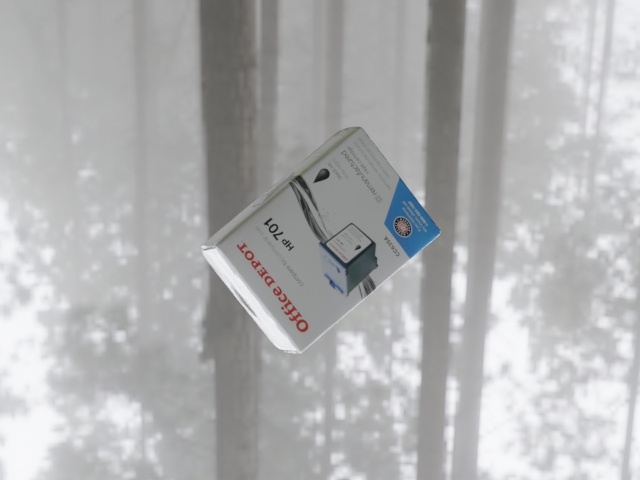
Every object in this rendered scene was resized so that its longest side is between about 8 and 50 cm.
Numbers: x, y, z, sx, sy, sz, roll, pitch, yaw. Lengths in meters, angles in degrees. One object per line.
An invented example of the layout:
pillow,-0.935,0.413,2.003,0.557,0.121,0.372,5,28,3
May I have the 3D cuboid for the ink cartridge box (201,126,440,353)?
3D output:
ink cartridge box,0.000,0.000,1.442,0.190,0.140,0.082,-41,-171,-14
